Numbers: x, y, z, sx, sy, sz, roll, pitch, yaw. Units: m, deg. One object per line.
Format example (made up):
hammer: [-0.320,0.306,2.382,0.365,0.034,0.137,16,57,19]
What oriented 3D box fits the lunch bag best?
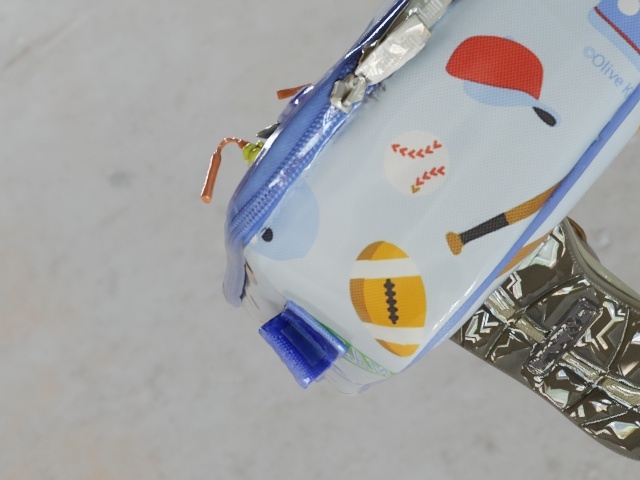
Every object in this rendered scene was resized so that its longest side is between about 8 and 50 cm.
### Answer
lunch bag: [0.054,-0.042,0.714,0.115,0.303,0.243,41,82,4]

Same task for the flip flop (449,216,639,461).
flip flop: [0.136,0.028,1.062,0.112,0.277,0.080,-47,14,15]

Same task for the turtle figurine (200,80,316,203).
turtle figurine: [0.018,-0.105,1.659,0.217,0.087,0.269,-16,17,38]
